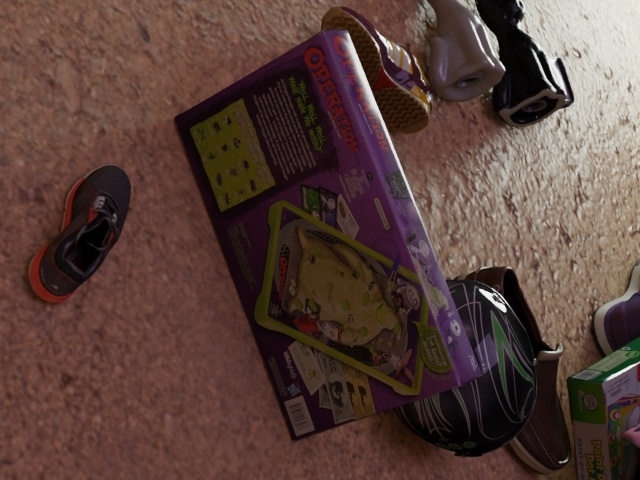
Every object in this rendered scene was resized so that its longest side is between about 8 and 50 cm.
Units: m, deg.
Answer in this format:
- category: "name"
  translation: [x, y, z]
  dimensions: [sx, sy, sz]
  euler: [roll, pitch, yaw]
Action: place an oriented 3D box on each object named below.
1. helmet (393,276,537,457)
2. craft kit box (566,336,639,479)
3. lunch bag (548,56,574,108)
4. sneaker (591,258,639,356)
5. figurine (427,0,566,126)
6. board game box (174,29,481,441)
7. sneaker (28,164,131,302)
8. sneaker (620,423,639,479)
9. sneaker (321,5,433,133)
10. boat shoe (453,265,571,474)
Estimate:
- category: "helmet"
  translation: [0.142, 0.130, 1.338]
  dimensions: [0.161, 0.169, 0.169]
  euler: [53, 38, -39]
- category: "craft kit box"
  translation: [0.397, 0.250, 1.560]
  dimensions: [0.250, 0.061, 0.246]
  euler: [-20, 109, -44]
- category: "lunch bag"
  translation: [0.325, -0.221, 1.799]
  dimensions: [0.083, 0.053, 0.071]
  euler: [-5, 76, -58]
- category: "sneaker"
  translation: [0.492, 0.082, 1.769]
  dimensions: [0.283, 0.124, 0.107]
  euler: [-37, 100, -50]
- category: "figurine"
  translation: [0.211, -0.275, 1.688]
  dimensions: [0.215, 0.092, 0.209]
  euler: [14, 53, -42]
- category: "board game box"
  translation: [0.000, 0.000, 1.214]
  dimensions: [0.056, 0.208, 0.347]
  euler: [-15, 83, -49]
- category: "sneaker"
  translation: [-0.195, -0.011, 1.118]
  dimensions: [0.061, 0.065, 0.158]
  euler: [43, 45, -24]
- category: "sneaker"
  translation: [0.375, 0.355, 1.451]
  dimensions: [0.131, 0.112, 0.319]
  euler: [5, 91, -23]
- category: "sneaker"
  translation: [0.067, -0.213, 1.512]
  dimensions: [0.185, 0.069, 0.084]
  euler: [50, 33, -26]
- category: "boat shoe"
  translation: [0.238, 0.149, 1.482]
  dimensions: [0.095, 0.095, 0.257]
  euler: [-31, 94, -50]
